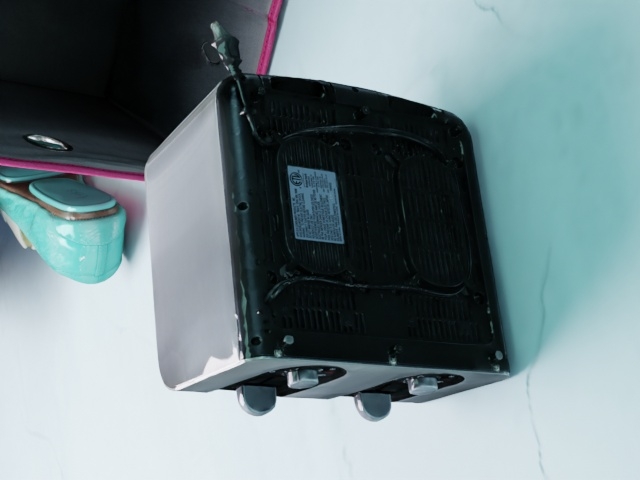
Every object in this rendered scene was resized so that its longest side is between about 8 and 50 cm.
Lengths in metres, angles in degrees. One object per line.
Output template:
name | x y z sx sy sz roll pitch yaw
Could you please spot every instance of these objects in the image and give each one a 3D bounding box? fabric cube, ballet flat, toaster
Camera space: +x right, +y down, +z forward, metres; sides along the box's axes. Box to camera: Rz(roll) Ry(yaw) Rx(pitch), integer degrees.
fabric cube | -0.194 -0.206 1.013 0.258 0.254 0.259 33 111 53
ballet flat | -0.233 -0.023 1.195 0.247 0.083 0.087 34 126 55
toaster | 0.000 0.000 0.761 0.110 0.168 0.185 -33 58 50
